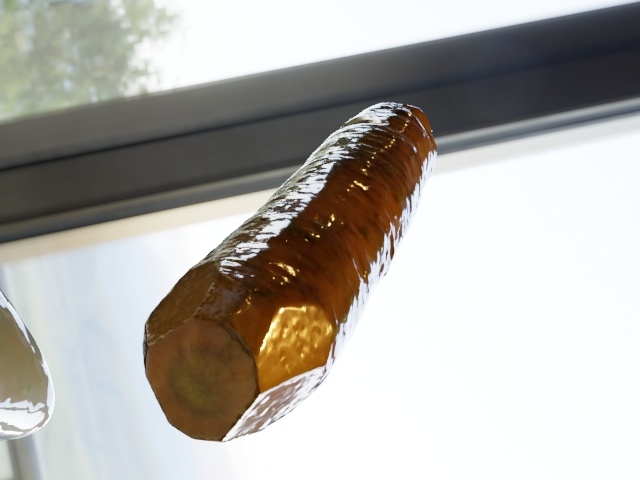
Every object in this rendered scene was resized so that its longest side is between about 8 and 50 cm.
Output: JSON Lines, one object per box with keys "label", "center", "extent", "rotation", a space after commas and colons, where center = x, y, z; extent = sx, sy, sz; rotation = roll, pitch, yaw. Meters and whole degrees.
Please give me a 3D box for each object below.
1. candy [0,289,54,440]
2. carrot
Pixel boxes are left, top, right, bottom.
{"label": "candy", "center": [-0.174, 0.013, 0.516], "extent": [0.138, 0.071, 0.174], "rotation": [42, 2, 20]}
{"label": "carrot", "center": [0.000, 0.000, 0.394], "extent": [0.171, 0.042, 0.042], "rotation": [-53, 138, -64]}
